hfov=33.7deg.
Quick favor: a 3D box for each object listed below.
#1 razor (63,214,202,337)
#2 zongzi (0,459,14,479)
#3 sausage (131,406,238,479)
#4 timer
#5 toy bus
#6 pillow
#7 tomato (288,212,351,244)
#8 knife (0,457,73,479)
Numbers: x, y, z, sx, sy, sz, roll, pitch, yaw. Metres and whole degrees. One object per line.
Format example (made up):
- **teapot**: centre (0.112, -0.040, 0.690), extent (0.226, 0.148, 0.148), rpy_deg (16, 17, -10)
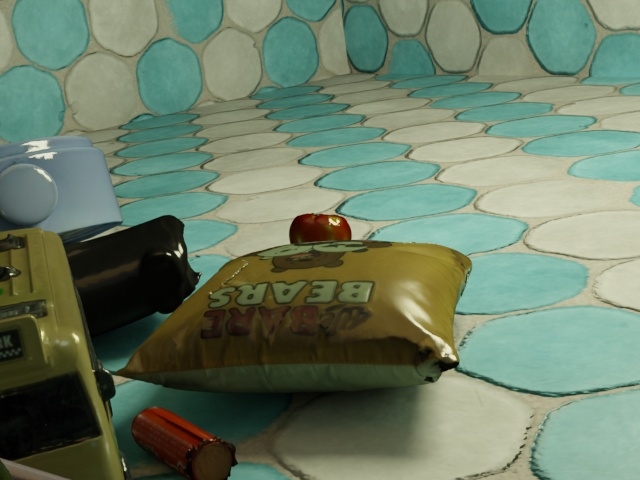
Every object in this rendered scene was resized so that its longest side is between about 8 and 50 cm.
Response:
- **razor**: centre (-0.315, 0.061, 1.243), extent (0.349, 0.113, 0.204), rpy_deg (-12, 14, -4)
- **zongzi**: centre (-0.313, 0.232, 0.493), extent (0.383, 0.319, 0.362), rpy_deg (-20, 18, 28)
- **sausage**: centre (-0.126, 0.170, 0.895), extent (0.050, 0.048, 0.145), rpy_deg (-9, 12, -33)
- **timer**: centre (-0.457, -0.020, 1.462), extent (0.395, 0.173, 0.395), rpy_deg (-16, 0, 0)
- **toy bus**: centre (-0.264, 0.117, 0.867), extent (0.177, 0.202, 0.365), rpy_deg (-12, 17, -15)
- **pillow**: centre (-0.004, 0.072, 1.051), extent (0.310, 0.119, 0.312), rpy_deg (-1, 16, 13)
- **tomato**: centre (0.000, 0.000, 1.402), extent (0.087, 0.075, 0.087), rpy_deg (1, 3, 0)
- **knife**: centre (-0.172, 0.166, 0.652), extent (0.398, 0.132, 0.038), rpy_deg (17, 40, 3)
